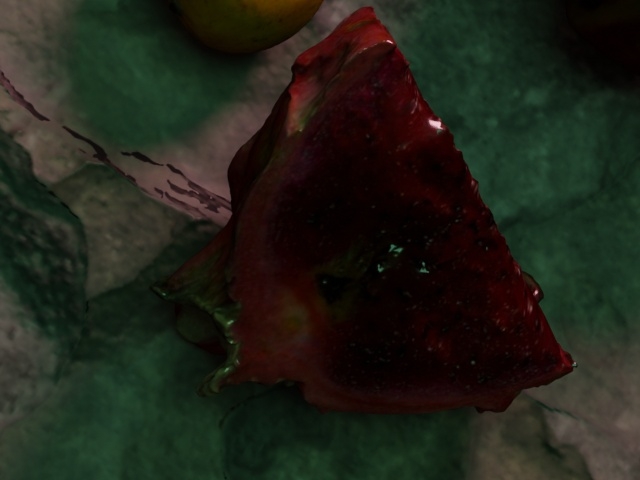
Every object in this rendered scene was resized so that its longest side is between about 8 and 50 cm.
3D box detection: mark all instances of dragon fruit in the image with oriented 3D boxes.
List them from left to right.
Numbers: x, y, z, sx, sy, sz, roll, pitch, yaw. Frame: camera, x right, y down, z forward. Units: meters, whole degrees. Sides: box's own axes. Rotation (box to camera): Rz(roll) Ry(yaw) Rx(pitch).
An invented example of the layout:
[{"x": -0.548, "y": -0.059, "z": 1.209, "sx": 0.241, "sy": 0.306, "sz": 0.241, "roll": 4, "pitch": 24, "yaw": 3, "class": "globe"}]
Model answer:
[{"x": 0.000, "y": 0.000, "z": 1.141, "sx": 0.211, "sy": 0.134, "sz": 0.262, "roll": -31, "pitch": 124, "yaw": -6, "class": "dragon fruit"}]

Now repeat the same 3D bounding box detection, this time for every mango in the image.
[{"x": -0.045, "y": -0.192, "z": 1.192, "sx": 0.115, "sy": 0.089, "sz": 0.165, "roll": 4, "pitch": 75, "yaw": -17, "class": "mango"}]

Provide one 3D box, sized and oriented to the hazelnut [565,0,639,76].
[{"x": 0.251, "y": -0.188, "z": 1.215, "sx": 0.217, "sy": 0.217, "sz": 0.251, "roll": -47, "pitch": 107, "yaw": -19, "class": "hazelnut"}]
